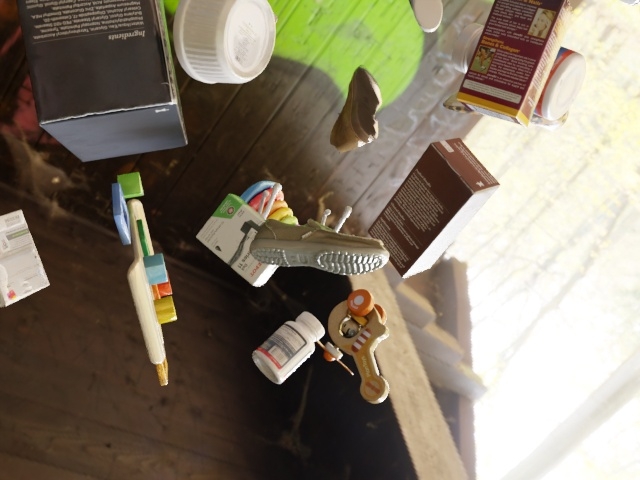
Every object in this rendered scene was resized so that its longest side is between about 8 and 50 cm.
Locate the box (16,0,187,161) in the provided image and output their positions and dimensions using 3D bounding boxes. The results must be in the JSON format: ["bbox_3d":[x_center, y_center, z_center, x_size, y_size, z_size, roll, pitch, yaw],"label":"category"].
[{"bbox_3d":[-0.499,-0.469,1.657,0.480,0.297,0.472,156,102,-81],"label":"box"}]

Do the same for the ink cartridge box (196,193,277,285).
[{"bbox_3d":[-0.197,0.000,1.873,0.208,0.153,0.087,38,-176,11],"label":"ink cartridge box"}]

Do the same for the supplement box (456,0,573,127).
[{"bbox_3d":[0.298,-0.282,1.087,0.104,0.188,0.080,24,-173,27],"label":"supplement box"}]

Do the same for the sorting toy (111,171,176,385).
[{"bbox_3d":[-0.249,0.057,1.061,0.047,0.348,0.196,-10,-146,-8],"label":"sorting toy"}]

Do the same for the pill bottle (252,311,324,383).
[{"bbox_3d":[-0.079,0.273,1.834,0.108,0.108,0.180,44,-115,11],"label":"pill bottle"}]

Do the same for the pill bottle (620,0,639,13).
[{"bbox_3d":[0.678,-0.443,1.295,0.245,0.136,0.136,22,-157,-1],"label":"pill bottle"}]

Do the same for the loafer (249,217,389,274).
[{"bbox_3d":[0.000,0.000,1.279,0.251,0.094,0.088,7,-119,2],"label":"loafer"}]

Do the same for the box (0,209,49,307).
[{"bbox_3d":[-0.693,0.038,1.573,0.145,0.038,0.186,-41,-65,-66],"label":"box"}]

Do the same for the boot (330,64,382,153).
[{"bbox_3d":[0.083,-0.339,1.808,0.112,0.115,0.305,41,-141,-26],"label":"boot"}]

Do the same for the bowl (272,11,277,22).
[{"bbox_3d":[-0.184,-0.583,1.978,0.053,0.142,0.142,26,-162,-23],"label":"bowl"}]

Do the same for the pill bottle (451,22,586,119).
[{"bbox_3d":[0.352,-0.314,1.284,0.221,0.124,0.124,33,-164,32],"label":"pill bottle"}]

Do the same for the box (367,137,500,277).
[{"bbox_3d":[0.312,-0.089,2.015,0.143,0.381,0.191,-17,-117,-39],"label":"box"}]

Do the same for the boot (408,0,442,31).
[{"bbox_3d":[0.241,-0.566,1.674,0.086,0.069,0.190,89,174,-77],"label":"boot"}]

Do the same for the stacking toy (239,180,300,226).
[{"bbox_3d":[-0.122,-0.034,2.238,0.302,0.175,0.165,47,-165,18],"label":"stacking toy"}]

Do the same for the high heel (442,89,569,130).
[{"bbox_3d":[0.424,-0.289,1.611,0.186,0.261,0.093,51,-142,-51],"label":"high heel"}]

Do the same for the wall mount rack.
[{"bbox_3d":[-0.061,-0.068,2.002,0.349,0.131,0.304,16,180,-11],"label":"wall mount rack"}]

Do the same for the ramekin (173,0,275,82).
[{"bbox_3d":[-0.178,-0.406,1.390,0.109,0.207,0.207,18,-169,28],"label":"ramekin"}]

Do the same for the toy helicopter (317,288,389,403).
[{"bbox_3d":[0.109,0.340,2.166,0.140,0.234,0.355,50,-163,-50],"label":"toy helicopter"}]
